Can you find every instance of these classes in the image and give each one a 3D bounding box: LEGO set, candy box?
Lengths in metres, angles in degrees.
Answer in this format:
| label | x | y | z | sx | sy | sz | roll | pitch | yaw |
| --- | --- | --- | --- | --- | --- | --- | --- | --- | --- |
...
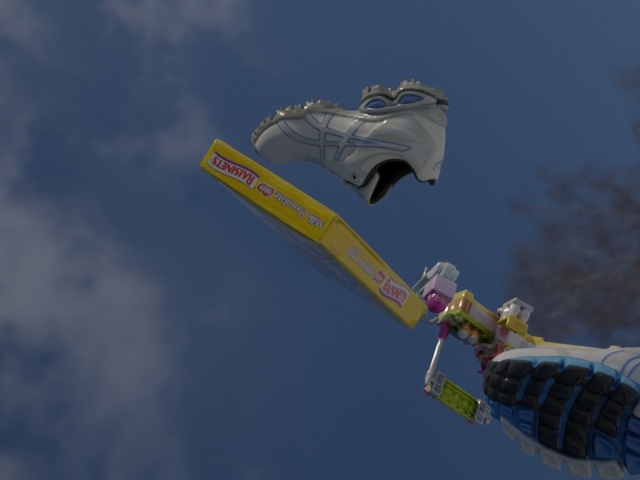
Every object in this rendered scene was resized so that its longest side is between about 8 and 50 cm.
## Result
| label | x | y | z | sx | sy | sz | roll | pitch | yaw |
| --- | --- | --- | --- | --- | --- | --- | --- | --- | --- |
| LEGO set | 0.206 | 0.132 | 1.561 | 0.287 | 0.132 | 0.107 | 24 | -118 | -4 |
| candy box | 0.000 | 0.000 | 1.086 | 0.027 | 0.105 | 0.206 | -57 | -27 | -5 |

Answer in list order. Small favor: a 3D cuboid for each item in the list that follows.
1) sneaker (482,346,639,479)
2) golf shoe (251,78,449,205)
| label | x | y | z | sx | sy | sz | roll | pitch | yaw |
| --- | --- | --- | --- | --- | --- | --- | --- | --- | --- |
| sneaker | 0.182 | 0.085 | 0.874 | 0.083 | 0.191 | 0.071 | -79 | 1 | -55 |
| golf shoe | 0.019 | -0.068 | 1.242 | 0.069 | 0.176 | 0.086 | 8 | -104 | -51 |
